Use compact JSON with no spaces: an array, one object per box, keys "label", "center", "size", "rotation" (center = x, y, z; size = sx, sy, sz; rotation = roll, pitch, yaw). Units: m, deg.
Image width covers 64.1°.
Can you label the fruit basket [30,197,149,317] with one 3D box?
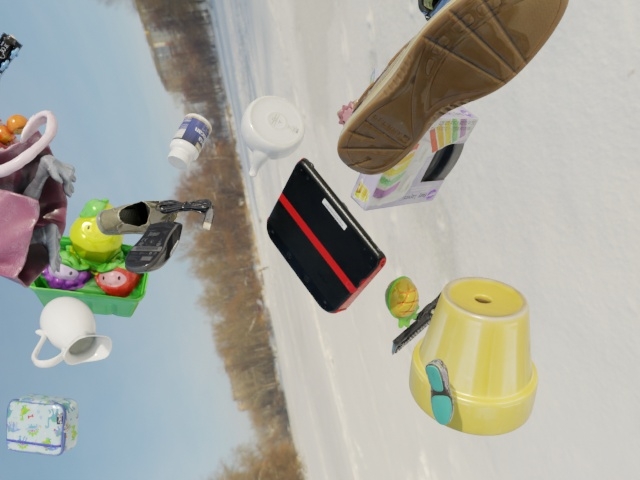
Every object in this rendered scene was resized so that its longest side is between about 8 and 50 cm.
[{"label":"fruit basket","center":[-0.764,0.060,1.734],"size":[0.283,0.392,0.392],"rotation":[-97,2,-45]}]

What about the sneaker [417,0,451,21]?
[{"label":"sneaker","center":[0.324,-0.628,1.355],"size":[0.330,0.147,0.130],"rotation":[81,-178,-72]}]

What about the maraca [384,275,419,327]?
[{"label":"maraca","center":[0.264,0.196,1.624],"size":[0.099,0.127,0.186],"rotation":[20,142,50]}]

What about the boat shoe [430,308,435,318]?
[{"label":"boat shoe","center":[0.399,0.284,1.515],"size":[0.223,0.080,0.073],"rotation":[38,105,47]}]

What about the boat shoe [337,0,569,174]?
[{"label":"boat shoe","center":[0.151,-0.229,0.672],"size":[0.342,0.123,0.123],"rotation":[-42,26,37]}]

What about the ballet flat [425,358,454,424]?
[{"label":"ballet flat","center":[0.200,0.245,0.839],"size":[0.041,0.041,0.114],"rotation":[-131,28,-75]}]

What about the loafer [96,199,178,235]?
[{"label":"loafer","center":[-0.480,-0.062,1.399],"size":[0.251,0.087,0.094],"rotation":[-20,-83,-56]}]

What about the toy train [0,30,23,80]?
[{"label":"toy train","center":[-1.010,-0.566,1.600],"size":[0.080,0.184,0.105],"rotation":[36,-178,-32]}]

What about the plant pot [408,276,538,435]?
[{"label":"plant pot","center":[0.316,0.214,1.037],"size":[0.254,0.254,0.239],"rotation":[-117,26,-63]}]

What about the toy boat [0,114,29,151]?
[{"label":"toy boat","center":[-0.912,-0.309,1.486],"size":[0.231,0.151,0.151],"rotation":[57,-173,-28]}]

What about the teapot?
[{"label":"teapot","center":[-0.188,-0.403,1.913],"size":[0.253,0.256,0.187],"rotation":[63,152,8]}]

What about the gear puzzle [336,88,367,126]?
[{"label":"gear puzzle","center":[0.203,-0.357,1.373],"size":[0.044,0.339,0.176],"rotation":[-16,-100,-61]}]

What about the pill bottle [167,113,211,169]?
[{"label":"pill bottle","center":[-0.422,-0.313,1.636],"size":[0.094,0.094,0.169],"rotation":[94,-166,-63]}]

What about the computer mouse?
[{"label":"computer mouse","center":[-0.359,-0.005,1.274],"size":[0.262,0.184,0.060],"rotation":[-79,-19,-45]}]

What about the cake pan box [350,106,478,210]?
[{"label":"cake pan box","center":[0.220,-0.193,1.188],"size":[0.070,0.266,0.246],"rotation":[51,132,31]}]

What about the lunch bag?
[{"label":"lunch bag","center":[-0.885,0.589,1.629],"size":[0.090,0.218,0.176],"rotation":[9,-95,-78]}]

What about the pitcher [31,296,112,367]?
[{"label":"pitcher","center":[-0.660,0.237,1.308],"size":[0.207,0.177,0.126],"rotation":[34,123,38]}]

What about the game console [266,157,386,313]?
[{"label":"game console","center":[0.000,0.000,1.500],"size":[0.386,0.060,0.342],"rotation":[52,137,16]}]

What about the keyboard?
[{"label":"keyboard","center":[0.369,0.267,1.772],"size":[0.033,0.317,0.201],"rotation":[43,159,27]}]

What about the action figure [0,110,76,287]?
[{"label":"action figure","center":[-0.593,-0.050,0.782],"size":[0.276,0.370,0.248],"rotation":[105,168,-45]}]

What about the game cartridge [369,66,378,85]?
[{"label":"game cartridge","center":[0.182,-0.544,1.740],"size":[0.056,0.017,0.083],"rotation":[143,136,-68]}]
